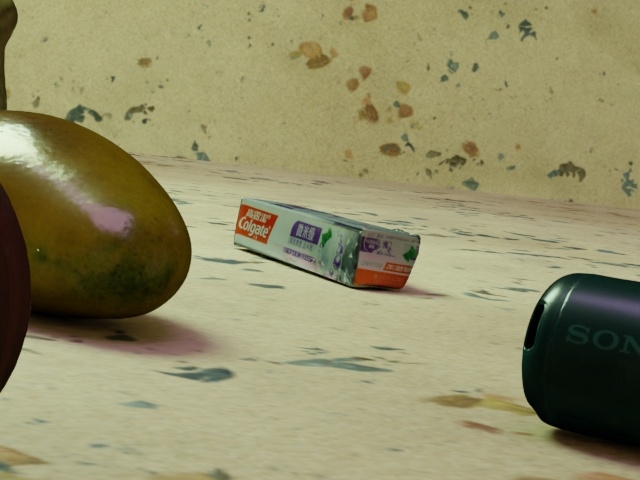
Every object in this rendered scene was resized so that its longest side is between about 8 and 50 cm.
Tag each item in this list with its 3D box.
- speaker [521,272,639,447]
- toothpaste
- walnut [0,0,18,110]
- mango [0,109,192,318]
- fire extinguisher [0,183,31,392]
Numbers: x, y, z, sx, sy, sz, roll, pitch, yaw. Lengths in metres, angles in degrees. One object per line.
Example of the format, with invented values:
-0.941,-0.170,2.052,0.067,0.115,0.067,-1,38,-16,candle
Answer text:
0.125,0.045,0.580,0.075,0.060,0.094,11,6,29,speaker
0.000,0.000,1.052,0.047,0.040,0.196,9,4,-27,toothpaste
-0.327,-0.125,0.962,0.283,0.227,0.283,-2,13,0,walnut
-0.124,-0.008,0.724,0.163,0.089,0.111,20,22,26,mango
-0.124,0.009,0.228,0.102,0.138,0.344,31,5,1,fire extinguisher
